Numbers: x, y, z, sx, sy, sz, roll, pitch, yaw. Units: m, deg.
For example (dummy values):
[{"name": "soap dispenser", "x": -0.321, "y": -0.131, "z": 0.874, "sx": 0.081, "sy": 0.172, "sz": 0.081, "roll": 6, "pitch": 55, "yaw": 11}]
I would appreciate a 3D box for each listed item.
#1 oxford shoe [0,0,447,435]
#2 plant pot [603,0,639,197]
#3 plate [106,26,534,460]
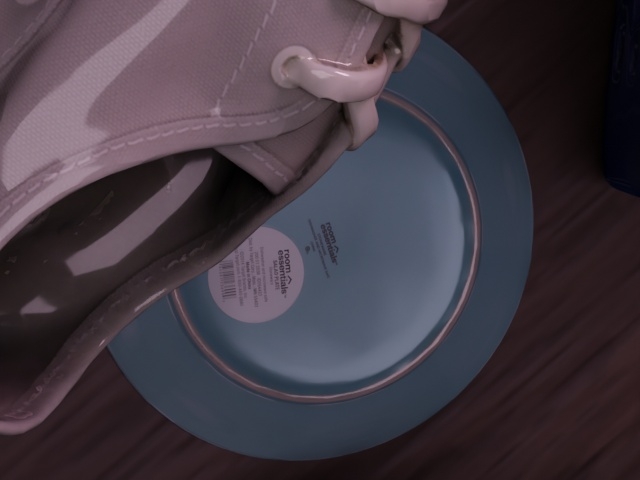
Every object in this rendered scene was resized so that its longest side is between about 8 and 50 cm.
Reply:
[{"name": "oxford shoe", "x": -0.004, "y": -0.106, "z": 0.538, "sx": 0.449, "sy": 0.169, "sz": 0.130, "roll": -46, "pitch": 68, "yaw": 3}, {"name": "plant pot", "x": 0.230, "y": -0.117, "z": 0.561, "sx": 0.236, "sy": 0.236, "sz": 0.212, "roll": 0, "pitch": 95, "yaw": -1}, {"name": "plate", "x": 0.000, "y": 0.000, "z": 0.644, "sx": 0.188, "sy": 0.024, "sz": 0.188, "roll": -3, "pitch": 102, "yaw": -15}]
